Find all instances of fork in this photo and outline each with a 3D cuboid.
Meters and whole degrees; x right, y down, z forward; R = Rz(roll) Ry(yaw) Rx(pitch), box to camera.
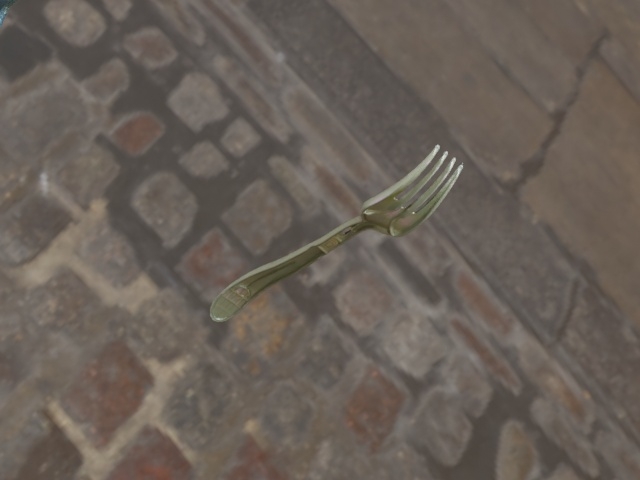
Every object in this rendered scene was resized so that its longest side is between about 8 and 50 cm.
[{"bbox_3d":[0.000,0.005,0.826,0.034,0.219,0.028,31,43,-32],"label":"fork"}]

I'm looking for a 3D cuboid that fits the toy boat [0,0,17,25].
[{"bbox_3d":[-0.190,-0.200,0.698,0.102,0.088,0.215,33,56,-30],"label":"toy boat"}]
